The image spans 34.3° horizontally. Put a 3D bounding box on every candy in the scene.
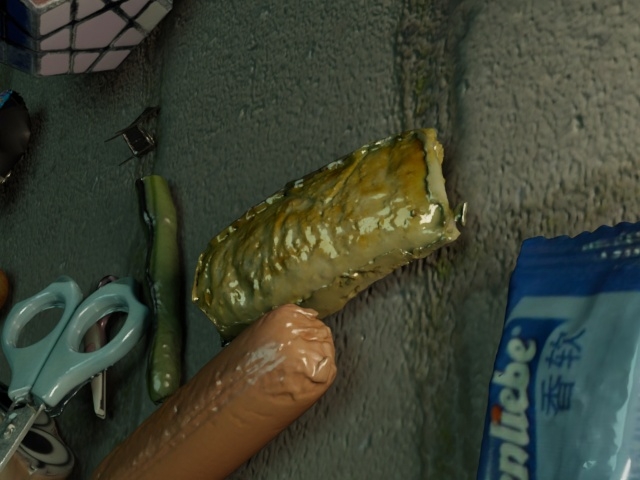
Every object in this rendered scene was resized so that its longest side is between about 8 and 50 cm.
[{"bbox_3d":[0.160,0.144,0.619,0.187,0.077,0.331,-10,62,53],"label":"candy"}]

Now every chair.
[{"bbox_3d":[-0.210,-0.120,1.202,0.037,0.042,0.086,-25,17,36],"label":"chair"}]

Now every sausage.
[{"bbox_3d":[-0.096,0.160,0.878,0.289,0.086,0.086,-42,44,23],"label":"sausage"}]

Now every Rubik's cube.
[{"bbox_3d":[-0.330,-0.355,1.276,0.319,0.319,0.264,-4,41,47],"label":"Rubik's cube"}]

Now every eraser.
[{"bbox_3d":[-0.380,0.316,1.104,0.290,0.087,0.171,-57,38,7],"label":"eraser"}]

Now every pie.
[{"bbox_3d":[0.000,0.000,0.878,0.282,0.068,0.128,-26,53,32],"label":"pie"}]

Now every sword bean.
[{"bbox_3d":[-0.164,0.042,1.056,0.043,0.038,0.269,-29,51,28],"label":"sword bean"}]

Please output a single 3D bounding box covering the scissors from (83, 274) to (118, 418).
[{"bbox_3d":[-0.240,0.116,1.110,0.085,0.022,0.176,-36,44,20],"label":"scissors"}]

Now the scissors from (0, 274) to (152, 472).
[{"bbox_3d":[-0.297,0.177,1.033,0.191,0.029,0.360,0,50,29],"label":"scissors"}]

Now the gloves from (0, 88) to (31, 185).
[{"bbox_3d":[-0.535,-0.140,1.487,0.312,0.135,0.210,-7,69,48],"label":"gloves"}]

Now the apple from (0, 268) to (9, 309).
[{"bbox_3d":[-0.439,0.065,1.318,0.084,0.071,0.084,-26,50,36],"label":"apple"}]
